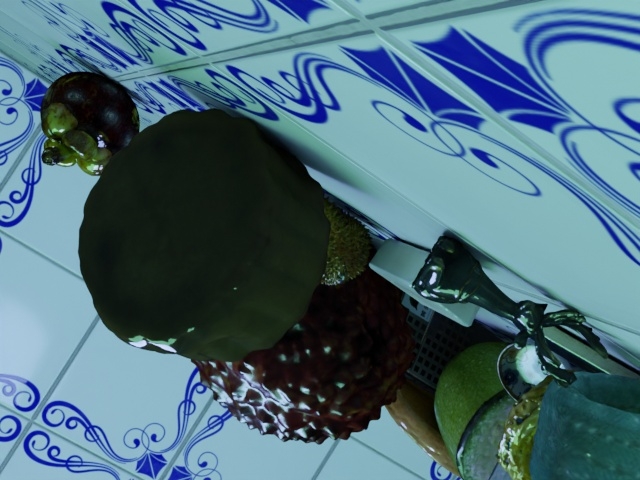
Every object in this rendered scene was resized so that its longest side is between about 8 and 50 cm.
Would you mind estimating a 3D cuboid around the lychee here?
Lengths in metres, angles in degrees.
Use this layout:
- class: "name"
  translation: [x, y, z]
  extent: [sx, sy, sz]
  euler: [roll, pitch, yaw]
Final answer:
- class: "lychee"
  translation: [-0.049, 0.147, 1.953]
  extent: [0.500, 0.424, 0.424]
  euler: [48, -174, 32]

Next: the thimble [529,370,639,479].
- class: "thimble"
  translation: [0.379, 0.254, 1.278]
  extent: [0.235, 0.143, 0.198]
  euler: [14, -168, 25]

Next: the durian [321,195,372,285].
- class: "durian"
  translation: [0.000, 0.000, 1.621]
  extent: [0.158, 0.137, 0.168]
  euler: [5, -148, -51]

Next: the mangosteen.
- class: "mangosteen"
  translation: [-0.448, -0.209, 1.965]
  extent: [0.192, 0.217, 0.192]
  euler: [23, 148, 16]

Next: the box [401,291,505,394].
- class: "box"
  translation: [0.259, 0.233, 2.222]
  extent: [0.325, 0.180, 0.047]
  euler: [33, 163, -31]

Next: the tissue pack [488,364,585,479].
- class: "tissue pack"
  translation: [0.509, 0.429, 1.883]
  extent: [0.394, 0.288, 0.124]
  euler: [34, 173, -28]

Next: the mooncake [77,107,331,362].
- class: "mooncake"
  translation: [-0.146, 0.000, 1.357]
  extent: [0.324, 0.324, 0.187]
  euler: [30, 179, 36]

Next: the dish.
- class: "dish"
  translation: [0.382, 0.216, 1.786]
  extent: [0.141, 0.078, 0.141]
  euler: [21, 128, 30]

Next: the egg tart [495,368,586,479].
- class: "egg tart"
  translation: [0.424, 0.316, 1.670]
  extent: [0.291, 0.291, 0.107]
  euler: [33, -150, -9]

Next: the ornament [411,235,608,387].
- class: "ornament"
  translation: [0.223, 0.089, 1.255]
  extent: [0.236, 0.080, 0.202]
  euler: [32, 173, 5]

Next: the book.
- class: "book"
  translation: [0.396, 0.179, 1.477]
  extent: [0.269, 0.025, 0.191]
  euler: [31, 177, 23]

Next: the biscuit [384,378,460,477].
- class: "biscuit"
  translation: [0.277, 0.397, 2.250]
  extent: [0.455, 0.078, 0.350]
  euler: [40, -167, -8]

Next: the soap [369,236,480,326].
- class: "soap"
  translation: [0.160, 0.058, 1.560]
  extent: [0.121, 0.064, 0.183]
  euler: [34, 177, -18]

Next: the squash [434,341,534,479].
- class: "squash"
  translation: [0.356, 0.304, 2.052]
  extent: [0.310, 0.310, 0.309]
  euler: [34, -166, -30]
